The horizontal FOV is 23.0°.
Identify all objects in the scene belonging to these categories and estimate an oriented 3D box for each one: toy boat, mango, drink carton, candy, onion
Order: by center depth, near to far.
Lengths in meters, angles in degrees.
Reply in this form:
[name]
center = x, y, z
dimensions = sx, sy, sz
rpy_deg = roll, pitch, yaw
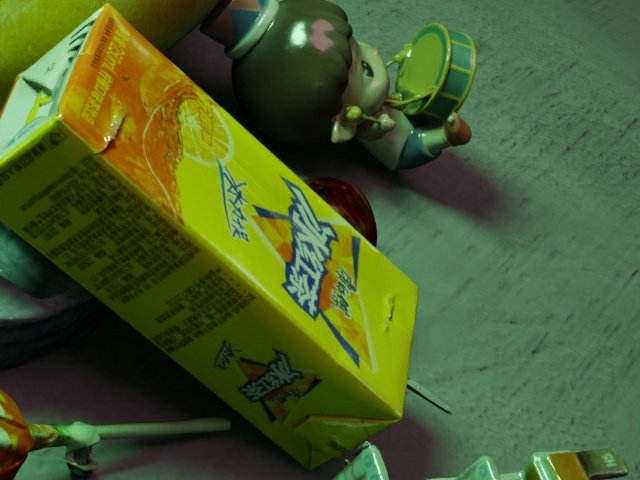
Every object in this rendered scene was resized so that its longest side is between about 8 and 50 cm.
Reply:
[candy]
center = -0.169, 0.132, 1.093
dimensions = 0.287, 0.078, 0.084
rpy_deg = 2, 31, -49
[drink carton]
center = -0.082, 0.005, 1.175
dimensions = 0.351, 0.111, 0.154
rpy_deg = 43, 35, -25
[toy boat]
center = -0.209, 0.010, 1.197
dimensions = 0.127, 0.078, 0.283
rpy_deg = 36, 34, 3
[onion]
center = 0.000, 0.000, 1.360
dimensions = 0.118, 0.119, 0.117
rpy_deg = 30, 29, -4
[mango]
center = -0.204, -0.246, 1.422
dimensions = 0.221, 0.199, 0.384
rpy_deg = 13, 43, 29

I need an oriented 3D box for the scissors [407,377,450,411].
[scissors]
center = 0.077, 0.123, 1.354
dimensions = 0.083, 0.006, 0.036
rpy_deg = 35, 35, 3

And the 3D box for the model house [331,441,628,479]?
[model house]
center = 0.107, 0.261, 1.028
dimensions = 0.215, 0.198, 0.224
rpy_deg = 0, 45, -22

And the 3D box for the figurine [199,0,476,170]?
[figurine]
center = 0.014, -0.163, 1.530
dimensions = 0.275, 0.158, 0.161
rpy_deg = 12, 29, -29
